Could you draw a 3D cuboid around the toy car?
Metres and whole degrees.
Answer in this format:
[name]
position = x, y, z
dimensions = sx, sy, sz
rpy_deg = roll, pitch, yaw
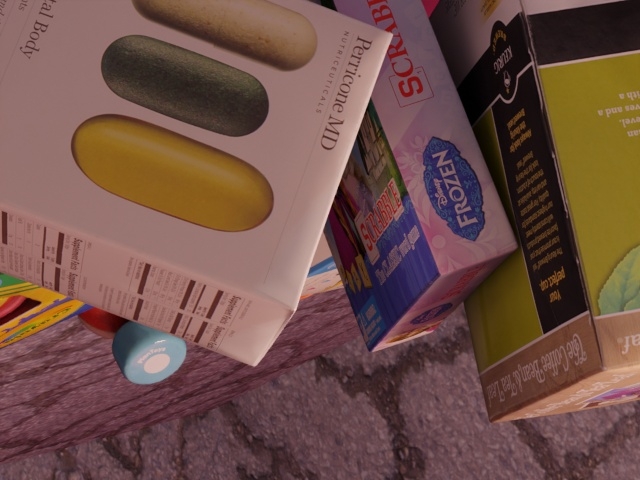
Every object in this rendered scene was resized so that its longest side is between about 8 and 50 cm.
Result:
[toy car]
position = -0.171, -0.019, 1.867
dimensions = 0.210, 0.219, 0.238
rpy_deg = -21, 142, -12

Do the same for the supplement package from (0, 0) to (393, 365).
[supplement package]
position = -0.120, -0.067, 1.192
dimensions = 0.262, 0.199, 0.198
rpy_deg = 21, 164, -4

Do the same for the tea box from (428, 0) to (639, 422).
[tea box]
position = 0.224, -0.053, 1.320
dimensions = 0.220, 0.324, 0.329
rpy_deg = -9, 171, -10

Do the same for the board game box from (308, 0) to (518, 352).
[board game box]
position = 0.034, -0.095, 1.400
dimensions = 0.065, 0.318, 0.319
rpy_deg = -18, 169, -11

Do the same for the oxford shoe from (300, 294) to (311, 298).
[oxford shoe]
position = 0.000, 0.000, 2.438
dimensions = 0.363, 0.130, 0.133
rpy_deg = -21, 178, -1

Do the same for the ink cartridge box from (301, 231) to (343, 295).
[ink cartridge box]
position = 0.013, -0.042, 2.087
dimensions = 0.171, 0.168, 0.232
rpy_deg = -30, 169, 31

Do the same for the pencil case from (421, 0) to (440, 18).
[pencil case]
position = 0.135, -0.241, 1.521
dimensions = 0.098, 0.095, 0.209
rpy_deg = 16, 153, -23

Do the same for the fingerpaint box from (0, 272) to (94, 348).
[fingerpaint box]
position = -0.448, 0.056, 1.568
dimensions = 0.444, 0.163, 0.371
rpy_deg = -24, 170, 5
